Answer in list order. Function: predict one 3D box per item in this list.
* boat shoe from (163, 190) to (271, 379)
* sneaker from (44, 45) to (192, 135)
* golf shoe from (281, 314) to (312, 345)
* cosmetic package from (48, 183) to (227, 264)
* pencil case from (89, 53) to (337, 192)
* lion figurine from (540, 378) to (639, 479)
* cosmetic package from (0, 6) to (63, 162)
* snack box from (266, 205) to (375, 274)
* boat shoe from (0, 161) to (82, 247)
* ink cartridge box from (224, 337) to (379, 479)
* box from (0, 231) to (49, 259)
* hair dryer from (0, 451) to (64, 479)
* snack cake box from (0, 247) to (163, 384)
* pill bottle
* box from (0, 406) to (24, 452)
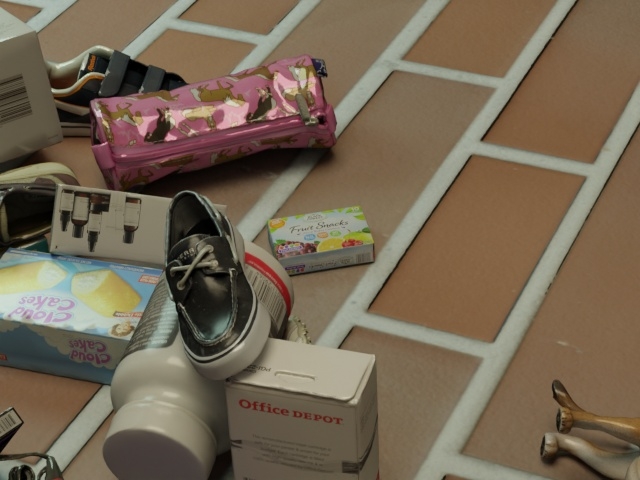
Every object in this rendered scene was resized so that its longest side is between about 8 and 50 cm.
[{"bbox_3d":[-0.133,0.041,1.775,0.108,0.102,0.301,-28,33,11],"label":"boat shoe"},{"bbox_3d":[-0.326,-0.242,2.511,0.321,0.127,0.126,-1,35,1],"label":"sneaker"},{"bbox_3d":[-0.046,0.163,1.980,0.086,0.069,0.176,-14,36,-4],"label":"golf shoe"},{"bbox_3d":[-0.257,-0.017,2.152,0.239,0.099,0.060,7,2,-13],"label":"cosmetic package"},{"bbox_3d":[-0.171,-0.181,2.387,0.386,0.167,0.160,-13,72,-12],"label":"pencil case"},{"bbox_3d":[0.386,0.281,1.718,0.240,0.142,0.392,5,32,-1],"label":"lion figurine"},{"bbox_3d":[-0.558,-0.269,2.456,0.155,0.197,0.365,-22,28,-22],"label":"cosmetic package"},{"bbox_3d":[0.000,0.000,2.219,0.141,0.037,0.100,-9,35,-7],"label":"snack box"},{"bbox_3d":[-0.462,-0.035,2.153,0.285,0.102,0.092,-17,33,-28],"label":"boat shoe"},{"bbox_3d":[-0.018,0.227,1.756,0.159,0.218,0.092,8,37,15],"label":"ink cartridge box"},{"bbox_3d":[-0.496,-0.021,2.272,0.100,0.060,0.244,-22,40,-24],"label":"box"},{"bbox_3d":[-0.290,0.313,1.655,0.294,0.080,0.223,13,45,22],"label":"hair dryer"},{"bbox_3d":[-0.331,0.103,2.064,0.264,0.089,0.152,8,37,16],"label":"snack cake box"},{"bbox_3d":[-0.154,0.156,1.892,0.176,0.176,0.318,7,43,14],"label":"pill bottle"},{"bbox_3d":[-0.421,0.262,1.810,0.116,0.162,0.029,-34,84,-35],"label":"box"}]
